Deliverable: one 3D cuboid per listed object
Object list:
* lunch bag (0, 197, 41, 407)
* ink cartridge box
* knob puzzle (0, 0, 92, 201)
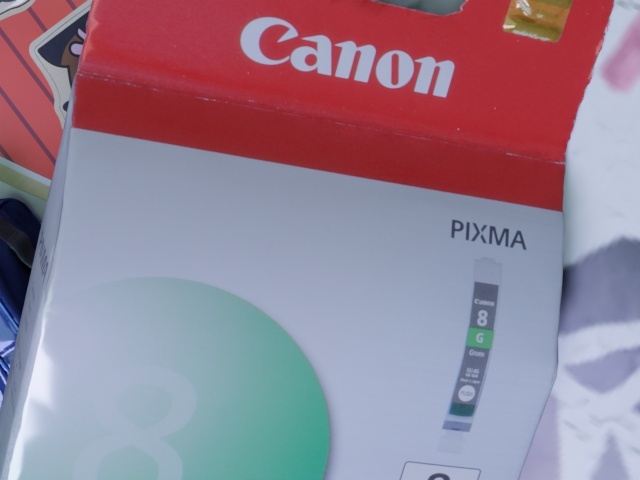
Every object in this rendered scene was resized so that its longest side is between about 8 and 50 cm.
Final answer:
[{"bbox_3d":[-0.113,0.038,0.627,0.065,0.067,0.098,-31,103,21],"label":"lunch bag"},{"bbox_3d":[0.000,0.000,0.563,0.181,0.056,0.224,9,113,-18],"label":"ink cartridge box"},{"bbox_3d":[-0.077,-0.088,0.597,0.213,0.030,0.213,3,109,10],"label":"knob puzzle"}]
